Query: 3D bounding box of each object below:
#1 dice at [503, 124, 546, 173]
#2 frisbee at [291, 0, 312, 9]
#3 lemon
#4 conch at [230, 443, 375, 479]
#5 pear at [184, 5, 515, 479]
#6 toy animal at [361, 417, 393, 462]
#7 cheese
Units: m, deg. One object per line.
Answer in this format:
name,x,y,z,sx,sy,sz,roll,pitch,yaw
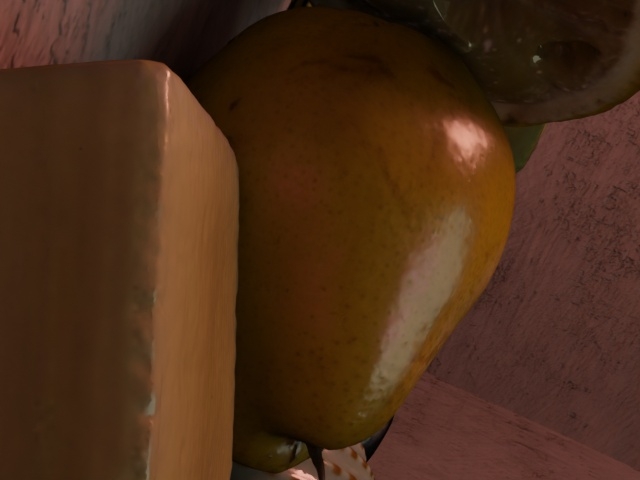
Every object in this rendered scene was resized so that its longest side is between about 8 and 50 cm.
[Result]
dice,0.178,-0.247,1.540,0.252,0.254,0.250,-58,170,-50
frisbee,-0.012,-0.194,1.305,0.236,0.017,0.236,24,90,-82
lemon,0.165,-0.297,1.042,0.364,0.364,0.364,24,90,-82
conch,-0.123,0.233,1.069,0.319,0.303,0.215,-33,110,-44
pear,0.003,-0.003,0.963,0.285,0.284,0.336,-35,131,-75
toy animal,0.013,0.143,1.686,0.310,0.251,0.251,-58,171,-5
cheese,-0.117,0.060,0.709,0.242,0.123,0.266,79,12,-81
